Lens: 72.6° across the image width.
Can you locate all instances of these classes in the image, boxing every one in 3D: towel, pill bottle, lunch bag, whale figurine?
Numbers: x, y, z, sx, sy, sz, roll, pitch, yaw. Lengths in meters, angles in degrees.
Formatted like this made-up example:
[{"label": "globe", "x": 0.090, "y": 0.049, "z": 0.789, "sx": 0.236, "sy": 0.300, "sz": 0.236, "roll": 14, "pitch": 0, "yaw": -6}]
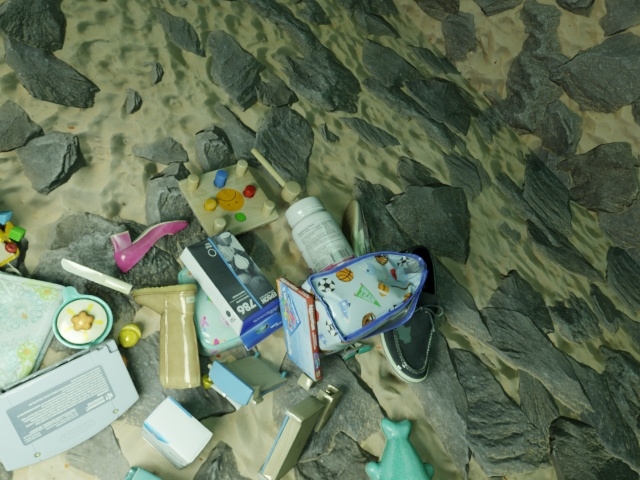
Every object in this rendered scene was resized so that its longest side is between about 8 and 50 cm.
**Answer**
[{"label": "towel", "x": -0.841, "y": 0.241, "z": 1.047, "sx": 0.321, "sy": 0.090, "sz": 0.373, "roll": 16, "pitch": 57, "yaw": -13}, {"label": "pill bottle", "x": 0.000, "y": 0.000, "z": 1.497, "sx": 0.161, "sy": 0.160, "sz": 0.282, "roll": -19, "pitch": 70, "yaw": -30}, {"label": "lunch bag", "x": -0.293, "y": 0.181, "z": 1.299, "sx": 0.224, "sy": 0.108, "sz": 0.278, "roll": -14, "pitch": 68, "yaw": -29}, {"label": "whale figurine", "x": 0.237, "y": 0.644, "z": 1.233, "sx": 0.217, "sy": 0.141, "sz": 0.271, "roll": 12, "pitch": 57, "yaw": -16}, {"label": "lunch bag", "x": 0.110, "y": 0.189, "z": 1.330, "sx": 0.386, "sy": 0.328, "sz": 0.238, "roll": -23, "pitch": 78, "yaw": -33}]

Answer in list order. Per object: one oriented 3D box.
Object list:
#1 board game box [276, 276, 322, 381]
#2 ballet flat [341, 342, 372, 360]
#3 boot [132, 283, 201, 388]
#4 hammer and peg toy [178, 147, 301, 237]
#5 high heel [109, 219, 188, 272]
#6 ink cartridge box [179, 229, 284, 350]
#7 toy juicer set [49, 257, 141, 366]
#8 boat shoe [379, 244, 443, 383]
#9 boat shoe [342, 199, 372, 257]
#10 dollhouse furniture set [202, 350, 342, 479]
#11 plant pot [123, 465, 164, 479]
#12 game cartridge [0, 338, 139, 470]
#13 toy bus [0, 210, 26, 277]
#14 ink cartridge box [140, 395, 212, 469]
[{"label": "board game box", "x": -0.059, "y": 0.251, "z": 1.228, "sx": 0.027, "sy": 0.280, "sz": 0.145, "roll": -24, "pitch": 32, "yaw": -33}, {"label": "ballet flat", "x": 0.114, "y": 0.353, "z": 1.416, "sx": 0.115, "sy": 0.041, "sz": 0.041, "roll": -13, "pitch": 68, "yaw": -29}, {"label": "boot", "x": -0.426, "y": 0.259, "z": 1.190, "sx": 0.089, "sy": 0.236, "sz": 0.269, "roll": 6, "pitch": 78, "yaw": -55}, {"label": "hammer and peg toy", "x": -0.269, "y": -0.155, "z": 1.496, "sx": 0.362, "sy": 0.127, "sz": 0.265, "roll": -25, "pitch": 72, "yaw": -32}, {"label": "high heel", "x": -0.511, "y": 0.010, "z": 1.343, "sx": 0.244, "sy": 0.082, "sz": 0.117, "roll": -21, "pitch": 100, "yaw": -44}, {"label": "ink cartridge box", "x": -0.236, "y": 0.132, "z": 1.246, "sx": 0.332, "sy": 0.065, "sz": 0.165, "roll": 51, "pitch": 41, "yaw": 7}, {"label": "toy juicer set", "x": -0.572, "y": 0.209, "z": 1.129, "sx": 0.210, "sy": 0.090, "sz": 0.328, "roll": 6, "pitch": 76, "yaw": -27}, {"label": "boat shoe", "x": 0.317, "y": 0.232, "z": 1.501, "sx": 0.187, "sy": 0.156, "sz": 0.499, "roll": 18, "pitch": 58, "yaw": -15}, {"label": "boat shoe", "x": 0.142, "y": -0.014, "z": 1.607, "sx": 0.093, "sy": 0.103, "sz": 0.284, "roll": 11, "pitch": 62, "yaw": -23}, {"label": "dollhouse furniture set", "x": -0.155, "y": 0.458, "z": 1.218, "sx": 0.304, "sy": 0.197, "sz": 0.286, "roll": 29, "pitch": 10, "yaw": 24}, {"label": "plant pot", "x": -0.357, "y": 0.640, "z": 0.977, "sx": 0.235, "sy": 0.166, "sz": 0.165, "roll": 31, "pitch": 54, "yaw": -11}, {"label": "game cartridge", "x": -0.602, "y": 0.386, "z": 1.026, "sx": 0.298, "sy": 0.062, "sz": 0.197, "roll": -25, "pitch": 111, "yaw": -32}, {"label": "toy bus", "x": -0.870, "y": -0.014, "z": 1.168, "sx": 0.191, "sy": 0.202, "sz": 0.104, "roll": 15, "pitch": 26, "yaw": -6}, {"label": "ink cartridge box", "x": -0.353, "y": 0.470, "z": 1.055, "sx": 0.140, "sy": 0.190, "sz": 0.082, "roll": 41, "pitch": 53, "yaw": 3}]
